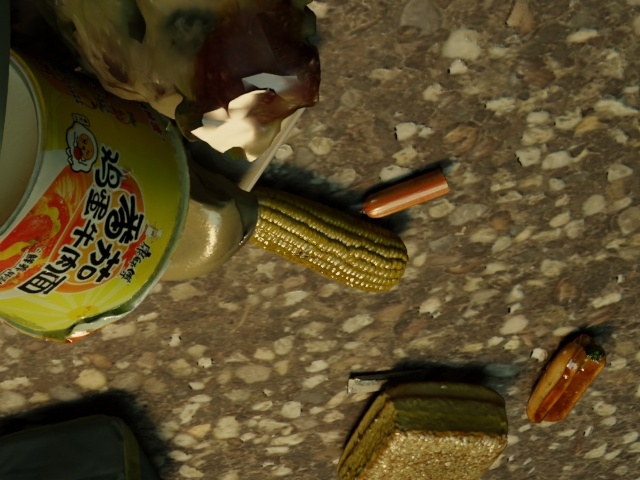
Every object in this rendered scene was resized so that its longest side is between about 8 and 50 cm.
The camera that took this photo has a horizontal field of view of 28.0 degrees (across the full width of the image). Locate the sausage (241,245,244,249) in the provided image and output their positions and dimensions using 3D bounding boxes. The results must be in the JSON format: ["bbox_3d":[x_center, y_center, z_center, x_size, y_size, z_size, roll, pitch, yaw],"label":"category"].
[{"bbox_3d":[-0.143,0.007,1.458,0.116,0.026,0.026,-5,140,-10],"label":"sausage"}]

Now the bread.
[{"bbox_3d":[0.141,0.289,1.795,0.184,0.110,0.234,8,141,-19],"label":"bread"}]

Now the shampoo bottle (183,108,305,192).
[{"bbox_3d":[-0.088,-0.104,1.314,0.086,0.056,0.227,21,131,-20],"label":"shampoo bottle"}]

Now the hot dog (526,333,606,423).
[{"bbox_3d":[0.337,0.192,1.780,0.072,0.055,0.188,2,138,-22],"label":"hot dog"}]

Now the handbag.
[{"bbox_3d":[-0.329,0.374,1.698,0.263,0.222,0.241,-16,145,2],"label":"handbag"}]

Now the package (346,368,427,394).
[{"bbox_3d":[0.090,0.192,1.746,0.110,0.015,0.037,-5,140,-9],"label":"package"}]

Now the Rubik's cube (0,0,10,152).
[{"bbox_3d":[-0.424,-0.215,0.865,0.352,0.347,0.351,-14,140,2],"label":"Rubik's cube"}]

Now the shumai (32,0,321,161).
[{"bbox_3d":[-0.130,-0.206,1.006,0.217,0.283,0.346,-2,142,-15],"label":"shumai"}]

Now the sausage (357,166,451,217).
[{"bbox_3d":[0.093,-0.050,1.447,0.107,0.031,0.031,-21,140,10],"label":"sausage"}]

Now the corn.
[{"bbox_3d":[0.000,0.000,1.445,0.231,0.080,0.080,19,131,-34],"label":"corn"}]

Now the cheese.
[{"bbox_3d":[-0.160,-0.039,1.291,0.202,0.091,0.175,21,129,9],"label":"cheese"}]

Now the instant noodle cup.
[{"bbox_3d":[-0.273,-0.056,1.128,0.264,0.264,0.200,-25,159,15],"label":"instant noodle cup"}]
